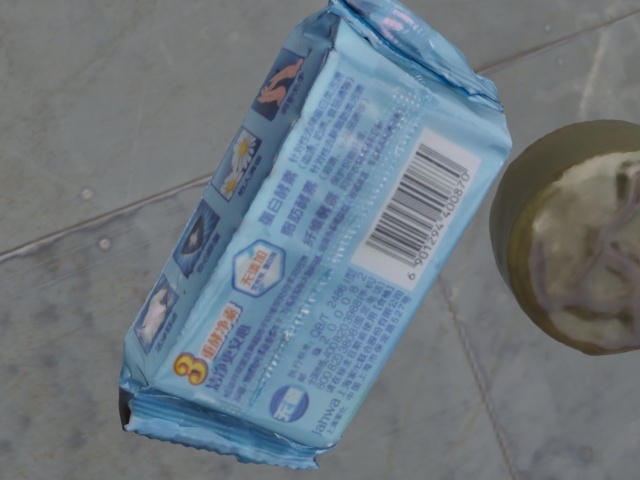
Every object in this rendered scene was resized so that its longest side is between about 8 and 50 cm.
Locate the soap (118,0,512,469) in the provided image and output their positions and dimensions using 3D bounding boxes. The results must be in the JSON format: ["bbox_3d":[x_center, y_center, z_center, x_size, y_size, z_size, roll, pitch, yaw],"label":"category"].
[{"bbox_3d":[0.000,0.000,0.602,0.156,0.077,0.293,27,97,-29],"label":"soap"}]

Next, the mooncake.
[{"bbox_3d":[0.362,0.000,1.225,0.284,0.155,0.285,-1,112,-2],"label":"mooncake"}]
